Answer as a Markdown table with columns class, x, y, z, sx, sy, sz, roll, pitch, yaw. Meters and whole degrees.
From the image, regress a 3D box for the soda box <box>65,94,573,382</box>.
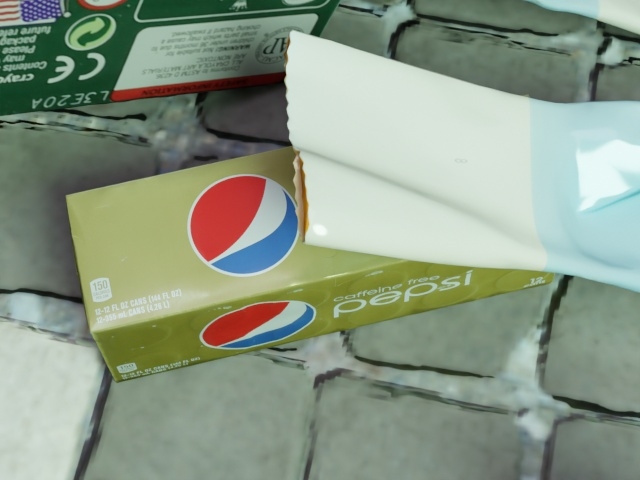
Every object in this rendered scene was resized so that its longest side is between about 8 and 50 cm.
| class | x | y | z | sx | sy | sz | roll | pitch | yaw |
| --- | --- | --- | --- | --- | --- | --- | --- | --- | --- |
| soda box | 0.000 | 0.000 | 0.510 | 0.181 | 0.061 | 0.058 | -13 | 67 | -5 |

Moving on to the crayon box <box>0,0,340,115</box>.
| class | x | y | z | sx | sy | sz | roll | pitch | yaw |
| --- | --- | --- | --- | --- | --- | --- | --- | --- | --- |
| crayon box | -0.204 | -0.192 | 0.500 | 0.363 | 0.106 | 0.313 | -11 | 62 | -34 |

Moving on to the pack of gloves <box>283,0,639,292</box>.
| class | x | y | z | sx | sy | sz | roll | pitch | yaw |
| --- | --- | --- | --- | --- | --- | --- | --- | --- | --- |
| pack of gloves | 0.098 | -0.078 | 0.493 | 0.232 | 0.046 | 0.195 | 9 | 62 | -26 |
